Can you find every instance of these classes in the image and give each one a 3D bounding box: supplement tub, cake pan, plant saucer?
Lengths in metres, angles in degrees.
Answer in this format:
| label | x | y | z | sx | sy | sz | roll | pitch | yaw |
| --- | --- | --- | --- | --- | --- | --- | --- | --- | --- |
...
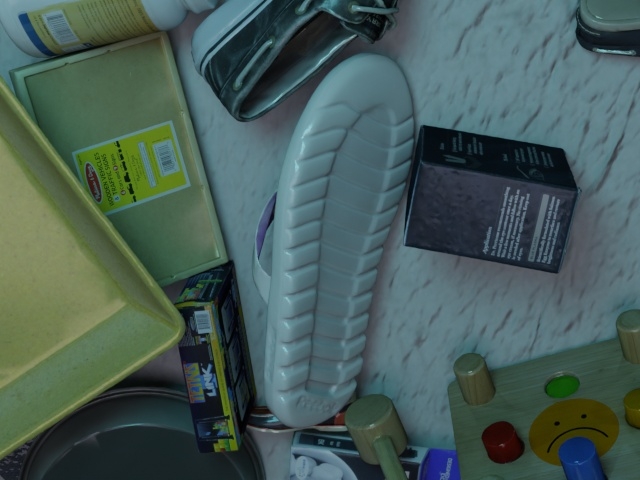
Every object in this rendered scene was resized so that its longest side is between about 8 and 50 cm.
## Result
| label | x | y | z | sx | sy | sz | roll | pitch | yaw |
| --- | --- | --- | --- | --- | --- | --- | --- | --- | --- |
| supplement tub | -0.214 | -0.269 | 1.158 | 0.200 | 0.144 | 0.144 | -11 | 107 | 9 |
| cake pan | -0.208 | 0.311 | 1.362 | 0.293 | 0.054 | 0.293 | -2 | 112 | -6 |
| plant saucer | -0.358 | 0.042 | 1.163 | 0.333 | 0.081 | 0.332 | -33 | 108 | 4 |

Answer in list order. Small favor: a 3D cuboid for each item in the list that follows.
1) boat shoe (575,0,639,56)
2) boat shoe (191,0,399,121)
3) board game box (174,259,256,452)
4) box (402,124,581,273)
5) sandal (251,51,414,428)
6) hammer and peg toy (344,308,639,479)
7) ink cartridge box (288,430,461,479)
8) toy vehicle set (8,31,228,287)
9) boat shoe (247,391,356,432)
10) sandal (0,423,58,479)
| label | x | y | z | sx | sy | sz | roll | pitch | yaw |
| --- | --- | --- | --- | --- | --- | --- | --- | --- | --- |
| boat shoe | 0.359 | -0.218 | 1.174 | 0.206 | 0.075 | 0.065 | 2 | 151 | -1 |
| boat shoe | 0.026 | -0.237 | 1.139 | 0.335 | 0.121 | 0.119 | -38 | 65 | 20 |
| board game box | -0.114 | 0.125 | 1.277 | 0.048 | 0.141 | 0.170 | -6 | 107 | 6 |
| box | 0.170 | -0.046 | 1.187 | 0.158 | 0.156 | 0.093 | 11 | 110 | 2 |
| sandal | -0.011 | 0.000 | 1.242 | 0.102 | 0.169 | 0.416 | 24 | 107 | 42 |
| hammer and peg toy | 0.217 | 0.228 | 1.218 | 0.361 | 0.266 | 0.127 | -17 | 124 | 10 |
| ink cartridge box | 0.062 | 0.327 | 1.365 | 0.208 | 0.045 | 0.206 | 6 | 116 | 3 |
| toy vehicle set | -0.209 | -0.074 | 1.236 | 0.166 | 0.035 | 0.266 | -20 | 108 | -21 |
| boat shoe | -0.025 | 0.195 | 1.341 | 0.137 | 0.049 | 0.043 | -1 | 105 | 4 |
| sandal | -0.368 | 0.174 | 1.373 | 0.097 | 0.054 | 0.254 | -22 | 95 | 5 |
